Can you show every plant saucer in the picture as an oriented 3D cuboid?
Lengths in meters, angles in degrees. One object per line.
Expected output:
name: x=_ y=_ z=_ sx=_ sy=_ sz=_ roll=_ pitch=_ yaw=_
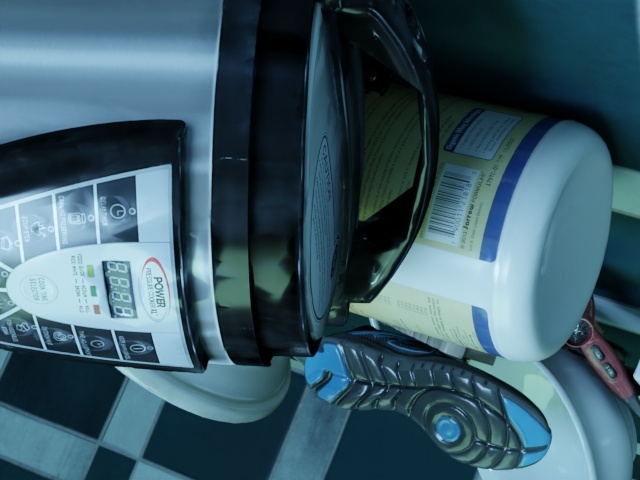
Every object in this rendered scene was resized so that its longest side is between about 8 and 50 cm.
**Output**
plant saucer: x=-0.154 y=0.000 z=1.393 sx=0.400 sy=0.100 sz=0.400 roll=40 pitch=-160 yaw=-18

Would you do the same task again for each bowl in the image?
bowl: x=0.321 y=0.258 z=1.800 sx=0.134 sy=0.298 sz=0.298 roll=-16 pitch=-178 yaw=-22

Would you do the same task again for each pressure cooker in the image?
pressure cooker: x=-0.118 y=-0.090 z=1.057 sx=0.420 sy=0.376 sz=0.370 roll=4 pitch=177 yaw=5

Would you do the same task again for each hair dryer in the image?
hair dryer: x=0.334 y=0.109 z=1.664 sx=0.223 sy=0.080 sz=0.293 roll=50 pitch=-169 yaw=25

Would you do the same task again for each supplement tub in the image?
supplement tub: x=0.097 y=-0.029 z=1.309 sx=0.316 sy=0.228 sz=0.228 roll=16 pitch=166 yaw=28

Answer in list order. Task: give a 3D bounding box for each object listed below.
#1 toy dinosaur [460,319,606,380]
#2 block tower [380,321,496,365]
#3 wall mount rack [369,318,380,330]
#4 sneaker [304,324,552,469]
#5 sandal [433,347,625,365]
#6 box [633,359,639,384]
toy dinosaur: x=0.250 y=0.116 z=1.947 sx=0.322 sy=0.164 sz=0.218 roll=36 pitch=162 yaw=35
block tower: x=0.129 y=0.080 z=1.858 sx=0.097 sy=0.091 sz=0.335 roll=19 pitch=-178 yaw=-29
wall mount rack: x=-0.039 y=0.066 z=2.157 sx=0.350 sy=0.130 sz=0.304 roll=9 pitch=162 yaw=48
sneaker: x=0.152 y=0.184 z=1.768 sx=0.341 sy=0.125 sz=0.139 roll=22 pitch=-156 yaw=26
sandal: x=0.315 y=0.166 z=2.097 sx=0.302 sy=0.086 sz=0.120 roll=-2 pitch=169 yaw=21
box: x=0.501 y=0.156 z=1.646 sx=0.203 sy=0.114 sz=0.103 roll=14 pitch=164 yaw=34
